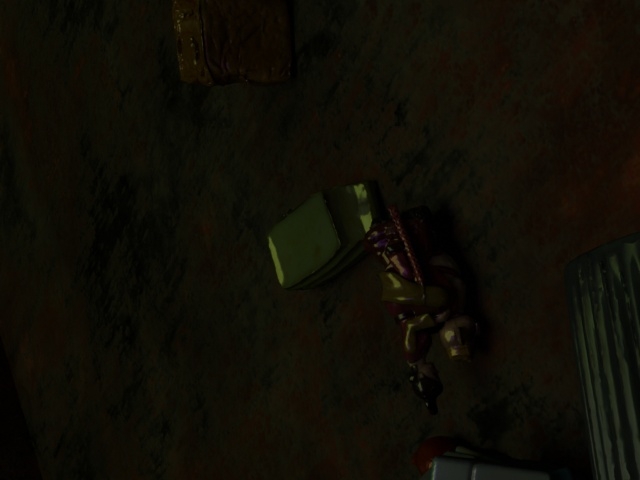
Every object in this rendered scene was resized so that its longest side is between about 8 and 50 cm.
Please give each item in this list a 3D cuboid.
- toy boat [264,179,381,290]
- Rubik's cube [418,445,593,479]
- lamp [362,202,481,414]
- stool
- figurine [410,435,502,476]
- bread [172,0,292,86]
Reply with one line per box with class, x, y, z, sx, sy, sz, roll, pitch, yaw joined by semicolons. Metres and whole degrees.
toy boat;-0.006;0.001;1.906;0.276;0.084;0.111;-35;70;56
Rubik's cube;0.202;0.346;1.469;0.265;0.213;0.224;12;89;56
lamp;0.136;0.083;1.659;0.118;0.118;0.253;-48;56;54
stool;0.363;0.153;1.121;0.297;0.297;0.330;-29;69;59
figurine;0.170;0.291;1.692;0.140;0.075;0.068;4;102;57
bread;-0.134;-0.309;1.983;0.149;0.143;0.158;-147;54;-60
